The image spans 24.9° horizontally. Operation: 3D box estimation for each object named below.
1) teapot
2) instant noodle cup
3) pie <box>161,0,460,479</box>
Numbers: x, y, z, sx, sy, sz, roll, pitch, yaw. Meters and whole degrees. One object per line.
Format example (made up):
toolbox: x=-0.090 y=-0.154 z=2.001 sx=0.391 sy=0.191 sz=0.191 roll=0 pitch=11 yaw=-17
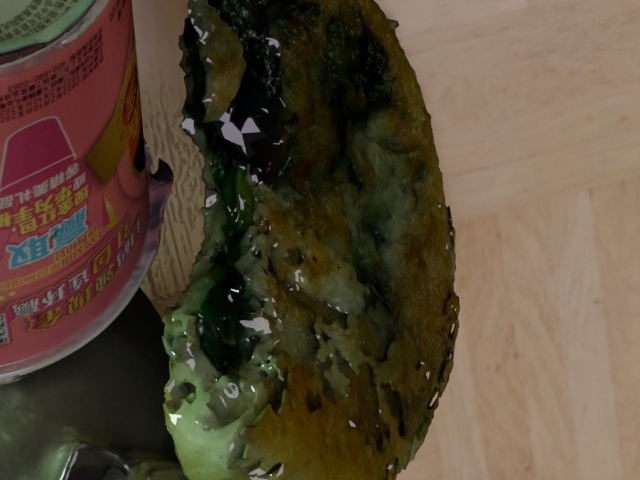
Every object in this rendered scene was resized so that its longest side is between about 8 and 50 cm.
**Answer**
teapot: x=-0.180 y=0.177 z=0.897 sx=0.239 sy=0.239 sz=0.322 roll=-3 pitch=120 yaw=-38
instant noodle cup: x=-0.187 y=-0.076 z=0.733 sx=0.243 sy=0.244 sz=0.255 roll=0 pitch=152 yaw=-12
pie: x=0.000 y=0.000 z=0.876 sx=0.078 sy=0.296 sz=0.371 roll=-6 pitch=82 yaw=29
